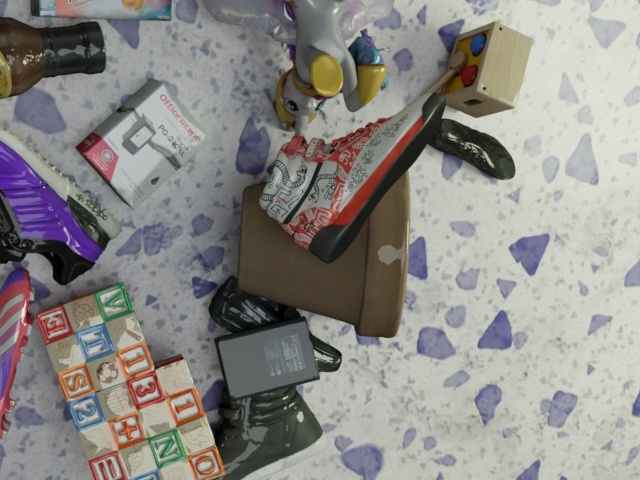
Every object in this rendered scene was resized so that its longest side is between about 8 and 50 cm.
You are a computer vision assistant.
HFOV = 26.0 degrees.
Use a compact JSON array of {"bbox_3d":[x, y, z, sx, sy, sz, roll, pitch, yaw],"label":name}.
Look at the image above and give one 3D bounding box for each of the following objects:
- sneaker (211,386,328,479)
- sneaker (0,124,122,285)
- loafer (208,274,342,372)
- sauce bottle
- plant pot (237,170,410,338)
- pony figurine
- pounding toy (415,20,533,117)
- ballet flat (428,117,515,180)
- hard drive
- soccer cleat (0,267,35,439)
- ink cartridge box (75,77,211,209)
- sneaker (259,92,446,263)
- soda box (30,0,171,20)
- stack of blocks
[{"bbox_3d":[-0.144,0.293,2.028,0.296,0.104,0.147,-25,103,-17],"label":"sneaker"},{"bbox_3d":[-0.412,-0.046,1.841,0.293,0.102,0.146,40,74,-22],"label":"sneaker"},{"bbox_3d":[-0.057,0.125,2.036,0.223,0.076,0.078,29,97,-20],"label":"loafer"},{"bbox_3d":[-0.452,-0.234,1.797,0.344,0.111,0.111,-11,104,-18],"label":"sauce bottle"},{"bbox_3d":[0.000,0.000,1.963,0.229,0.263,0.263,4,99,-3],"label":"plant pot"},{"bbox_3d":[-0.011,-0.313,1.862,0.303,0.363,0.351,-3,85,-13],"label":"pony figurine"},{"bbox_3d":[0.222,-0.245,2.055,0.100,0.141,0.130,21,78,-23],"label":"pounding toy"},{"bbox_3d":[0.231,-0.140,2.123,0.173,0.049,0.057,28,62,-28],"label":"ballet flat"},{"bbox_3d":[-0.077,0.169,1.983,0.135,0.022,0.094,-13,91,-10],"label":"hard drive"},{"bbox_3d":[-0.450,0.156,1.893,0.095,0.083,0.248,11,96,-11],"label":"soccer cleat"},{"bbox_3d":[-0.244,-0.135,1.921,0.150,0.063,0.109,-44,112,-8],"label":"ink cartridge box"},{"bbox_3d":[0.035,-0.116,1.821,0.145,0.090,0.270,38,93,15],"label":"sneaker"},{"bbox_3d":[-0.294,-0.327,1.865,0.183,0.063,0.058,-2,101,-21],"label":"soda box"},{"bbox_3d":[-0.262,0.210,1.917,0.171,0.087,0.297,-21,92,-8],"label":"stack of blocks"}]
